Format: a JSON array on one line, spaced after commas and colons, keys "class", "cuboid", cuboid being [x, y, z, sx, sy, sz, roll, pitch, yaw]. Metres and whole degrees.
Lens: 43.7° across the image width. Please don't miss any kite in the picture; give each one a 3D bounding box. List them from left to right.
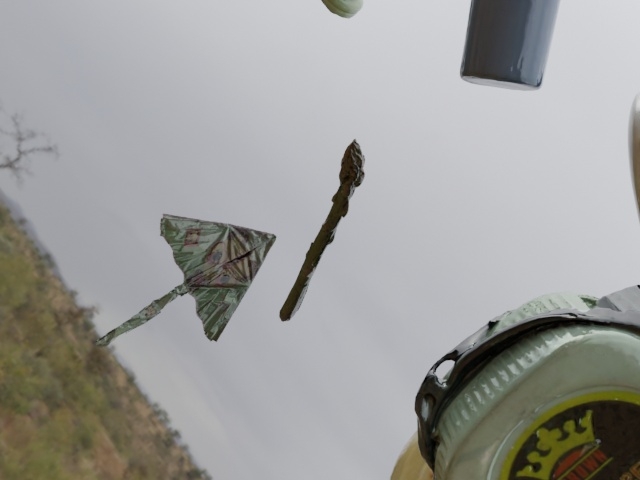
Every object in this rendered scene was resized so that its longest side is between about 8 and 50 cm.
[{"class": "kite", "cuboid": [-0.159, 0.053, 0.955, 0.012, 0.250, 0.229, 42, -22, 42]}]

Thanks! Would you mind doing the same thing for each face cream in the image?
[{"class": "face cream", "cuboid": [0.177, -0.315, 0.631, 0.136, 0.086, 0.385, 20, -76, 51]}]

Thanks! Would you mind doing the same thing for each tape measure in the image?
[{"class": "tape measure", "cuboid": [0.190, 0.119, 0.556, 0.207, 0.235, 0.115, 42, 10, -12]}]

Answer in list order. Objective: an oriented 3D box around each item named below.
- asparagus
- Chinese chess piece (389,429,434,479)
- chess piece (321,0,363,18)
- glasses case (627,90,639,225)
[{"class": "asparagus", "cuboid": [0.000, 0.000, 0.653, 0.233, 0.023, 0.022, 113, -36, -49]}, {"class": "Chinese chess piece", "cuboid": [0.192, 0.283, 0.823, 0.251, 0.251, 0.097, 46, -9, 23]}, {"class": "chess piece", "cuboid": [0.057, -0.334, 0.937, 0.059, 0.059, 0.149, 51, -48, 9]}, {"class": "glasses case", "cuboid": [0.338, -0.038, 0.772, 0.059, 0.092, 0.233, -8, -54, 29]}]
